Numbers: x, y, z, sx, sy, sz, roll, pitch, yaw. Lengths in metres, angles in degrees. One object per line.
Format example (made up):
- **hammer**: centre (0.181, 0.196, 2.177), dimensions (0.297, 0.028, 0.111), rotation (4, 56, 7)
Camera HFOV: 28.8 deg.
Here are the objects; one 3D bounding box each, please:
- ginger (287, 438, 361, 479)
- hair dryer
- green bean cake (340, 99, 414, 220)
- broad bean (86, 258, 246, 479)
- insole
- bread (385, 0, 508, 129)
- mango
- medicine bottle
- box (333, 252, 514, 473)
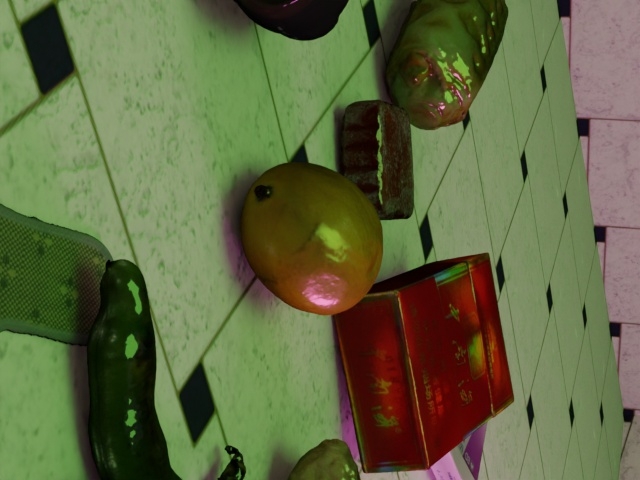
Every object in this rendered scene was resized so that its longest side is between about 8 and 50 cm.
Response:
- **ginger**: centre (0.015, 0.274, 1.210), dimensions (0.334, 0.081, 0.148), rotation (39, 56, -62)
- **hair dryer**: centre (-0.049, -0.363, 1.147), dimensions (0.303, 0.120, 0.359), rotation (-55, 129, -72)
- **green bean cake**: centre (0.065, -0.090, 1.434), dimensions (0.136, 0.056, 0.135), rotation (1, 85, -70)
- **broad bean**: centre (-0.117, 0.150, 0.924), dimensions (0.292, 0.049, 0.144), rotation (68, 26, -47)
- **insole**: centre (-0.206, 0.018, 0.762), dimensions (0.322, 0.007, 0.109), rotation (23, 66, -67)
- **bread**: centre (0.162, -0.252, 1.621), dimensions (0.267, 0.130, 0.152), rotation (-66, 151, -49)
- **mango**: centre (0.000, 0.000, 1.177), dimensions (0.147, 0.109, 0.227), rotation (66, 17, 13)
- **medicine bottle**: centre (0.175, 0.236, 1.694), dimensions (0.201, 0.052, 0.171), rotation (65, 31, -42)
- **box**: centre (0.131, 0.134, 1.467), dimensions (0.313, 0.089, 0.197), rotation (-16, 96, -64)
